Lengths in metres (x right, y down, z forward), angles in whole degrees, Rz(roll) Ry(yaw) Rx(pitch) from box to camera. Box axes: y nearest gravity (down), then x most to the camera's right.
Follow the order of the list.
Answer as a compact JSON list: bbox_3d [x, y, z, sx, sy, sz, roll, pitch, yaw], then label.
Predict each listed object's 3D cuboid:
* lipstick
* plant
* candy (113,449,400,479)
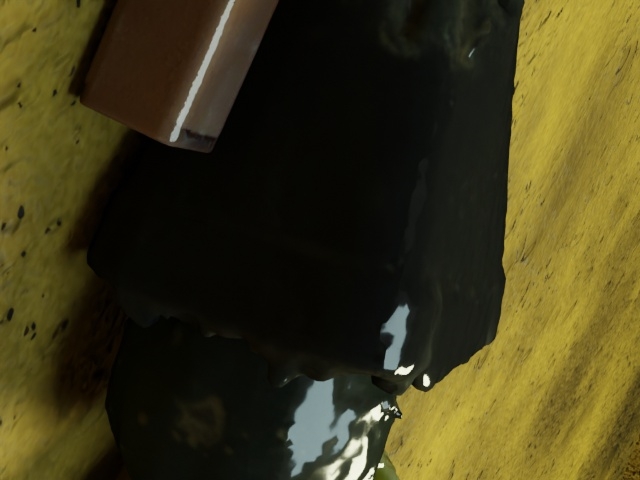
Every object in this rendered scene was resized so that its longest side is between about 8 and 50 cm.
[{"bbox_3d":[-0.034,-0.106,0.561,0.145,0.045,0.045,-66,160,6],"label":"lipstick"},{"bbox_3d":[0.000,0.000,0.648,0.164,0.142,0.256,-14,125,-68],"label":"plant"},{"bbox_3d":[-0.040,0.202,0.791,0.260,0.118,0.260,4,90,-66],"label":"candy"}]
